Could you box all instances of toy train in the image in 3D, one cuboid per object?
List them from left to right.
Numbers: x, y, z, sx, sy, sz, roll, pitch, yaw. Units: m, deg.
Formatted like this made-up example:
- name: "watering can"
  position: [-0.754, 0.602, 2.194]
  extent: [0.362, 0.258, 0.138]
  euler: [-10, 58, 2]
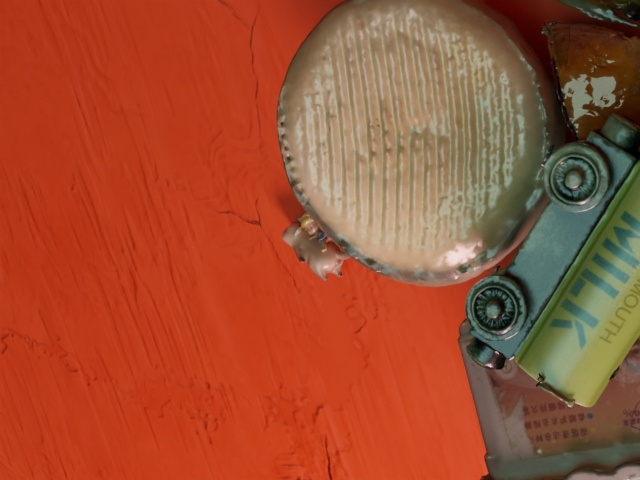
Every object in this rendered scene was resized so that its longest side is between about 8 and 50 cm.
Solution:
- name: "toy train"
  position: [0.232, 0.025, 1.283]
  extent: [0.157, 0.105, 0.253]
  euler: [34, 106, 15]

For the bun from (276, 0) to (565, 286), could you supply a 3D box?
- name: "bun"
  position: [0.099, -0.106, 1.415]
  extent: [0.287, 0.146, 0.287]
  euler: [5, 106, 17]

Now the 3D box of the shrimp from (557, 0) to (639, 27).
- name: "shrimp"
  position: [0.225, -0.266, 1.319]
  extent: [0.217, 0.051, 0.115]
  euler: [38, 125, 16]

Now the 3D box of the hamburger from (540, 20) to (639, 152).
- name: "hamburger"
  position: [0.269, -0.126, 1.331]
  extent: [0.102, 0.087, 0.176]
  euler: [-17, 100, 39]

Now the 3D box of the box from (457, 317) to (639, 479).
- name: "box"
  position: [0.281, 0.124, 1.402]
  extent: [0.312, 0.175, 0.182]
  euler: [-17, 93, 37]

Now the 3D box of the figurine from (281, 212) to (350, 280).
- name: "figurine"
  position: [0.000, 0.000, 1.600]
  extent: [0.083, 0.047, 0.051]
  euler: [42, 114, 18]
